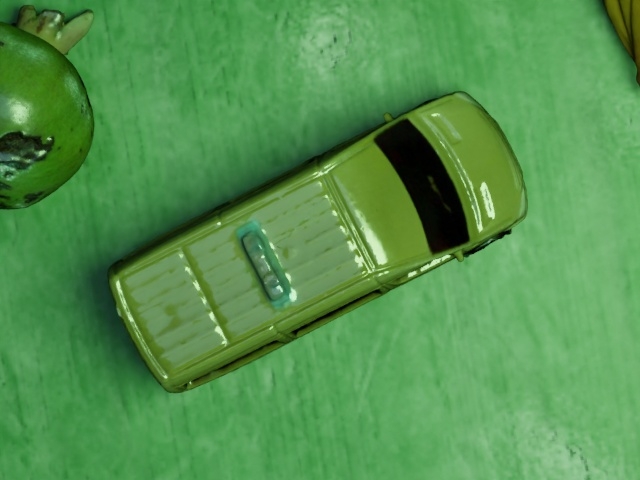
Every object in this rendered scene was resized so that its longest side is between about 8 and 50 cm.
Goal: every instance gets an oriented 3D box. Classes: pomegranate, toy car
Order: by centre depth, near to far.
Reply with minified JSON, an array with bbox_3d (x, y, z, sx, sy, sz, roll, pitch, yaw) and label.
[{"bbox_3d":[0.000,0.000,1.183,0.256,0.124,0.101,-27,89,6],"label":"toy car"},{"bbox_3d":[-0.194,-0.092,1.220,0.122,0.122,0.161,21,55,5],"label":"pomegranate"}]

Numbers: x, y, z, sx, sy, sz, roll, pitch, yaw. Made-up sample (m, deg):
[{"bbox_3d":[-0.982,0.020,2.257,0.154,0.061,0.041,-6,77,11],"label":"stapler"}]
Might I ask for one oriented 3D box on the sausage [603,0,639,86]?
[{"bbox_3d":[0.232,-0.248,1.172,0.112,0.112,0.328,17,94,6],"label":"sausage"}]
